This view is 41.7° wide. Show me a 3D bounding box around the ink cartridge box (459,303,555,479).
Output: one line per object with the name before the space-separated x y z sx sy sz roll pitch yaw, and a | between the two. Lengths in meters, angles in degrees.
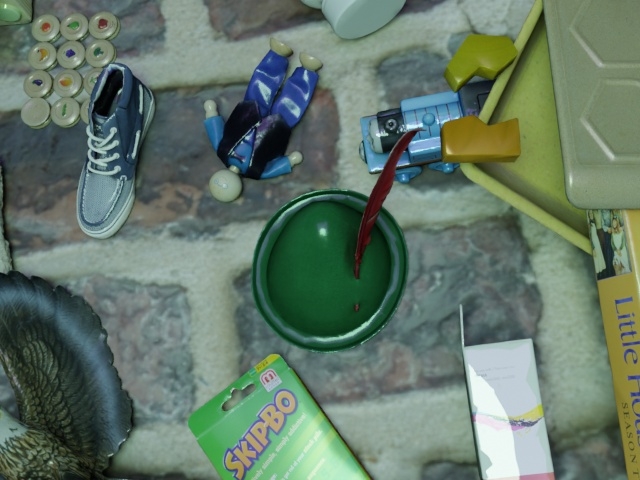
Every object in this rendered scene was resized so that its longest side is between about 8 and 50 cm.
ink cartridge box | 0.177 0.160 0.807 0.067 0.115 0.198 -8 77 7

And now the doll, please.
doll | -0.073 -0.130 0.943 0.129 0.046 0.189 26 89 3

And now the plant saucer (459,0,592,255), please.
plant saucer | 0.311 -0.131 0.818 0.333 0.081 0.333 30 82 -18

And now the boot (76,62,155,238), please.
boot | -0.242 -0.101 0.940 0.069 0.086 0.190 9 79 10

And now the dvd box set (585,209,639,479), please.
dvd box set | 0.399 0.145 0.730 0.308 0.062 0.420 -2 79 -19

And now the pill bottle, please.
pill bottle | 0.005 -0.341 0.940 0.124 0.124 0.221 -27 75 1

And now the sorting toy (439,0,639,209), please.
sorting toy | 0.250 -0.135 0.707 0.307 0.041 0.229 0 75 -2

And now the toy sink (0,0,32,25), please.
toy sink | -0.435 -0.333 0.998 0.153 0.131 0.234 -3 72 8

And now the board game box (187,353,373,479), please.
board game box | -0.017 0.253 0.856 0.124 0.039 0.259 -37 78 -2

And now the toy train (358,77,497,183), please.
toy train | 0.129 -0.116 0.881 0.184 0.105 0.080 -9 76 6

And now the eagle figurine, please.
eagle figurine | -0.304 0.200 0.855 0.226 0.225 0.298 -9 35 -33

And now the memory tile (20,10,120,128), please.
memory tile | -0.302 -0.206 1.010 0.113 0.012 0.148 0 78 8

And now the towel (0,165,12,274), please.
towel | -0.493 0.021 0.970 0.282 0.049 0.187 -13 77 4

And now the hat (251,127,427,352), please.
hat | 0.000 0.000 0.832 0.173 0.183 0.208 13 80 11
